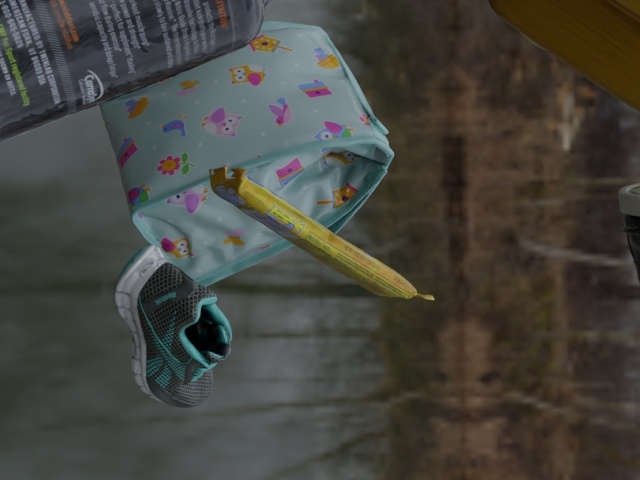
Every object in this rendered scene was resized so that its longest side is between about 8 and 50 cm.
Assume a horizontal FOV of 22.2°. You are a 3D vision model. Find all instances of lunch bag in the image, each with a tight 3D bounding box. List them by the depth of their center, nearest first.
[{"bbox_3d":[-0.071,-0.097,1.669,0.223,0.262,0.160,-114,180,-47],"label":"lunch bag"}]

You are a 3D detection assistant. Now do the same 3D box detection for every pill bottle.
[{"bbox_3d":[-0.124,-0.159,1.021,0.130,0.246,0.130,60,-15,28],"label":"pill bottle"}]

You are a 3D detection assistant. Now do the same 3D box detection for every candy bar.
[{"bbox_3d":[0.000,0.000,0.974,0.161,0.040,0.018,33,76,-28],"label":"candy bar"}]

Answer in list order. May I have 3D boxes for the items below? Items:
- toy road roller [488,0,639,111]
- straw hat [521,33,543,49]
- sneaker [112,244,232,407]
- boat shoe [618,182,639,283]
[{"bbox_3d":[0.233,-0.231,1.000,0.240,0.202,0.329,-55,179,42],"label":"toy road roller"},{"bbox_3d":[0.258,-0.254,1.610,0.061,0.144,0.144,-26,117,-53],"label":"straw hat"},{"bbox_3d":[-0.097,0.077,1.183,0.065,0.076,0.166,-52,151,-25],"label":"sneaker"},{"bbox_3d":[0.392,0.028,1.386,0.127,0.340,0.113,-14,109,-41],"label":"boat shoe"}]
